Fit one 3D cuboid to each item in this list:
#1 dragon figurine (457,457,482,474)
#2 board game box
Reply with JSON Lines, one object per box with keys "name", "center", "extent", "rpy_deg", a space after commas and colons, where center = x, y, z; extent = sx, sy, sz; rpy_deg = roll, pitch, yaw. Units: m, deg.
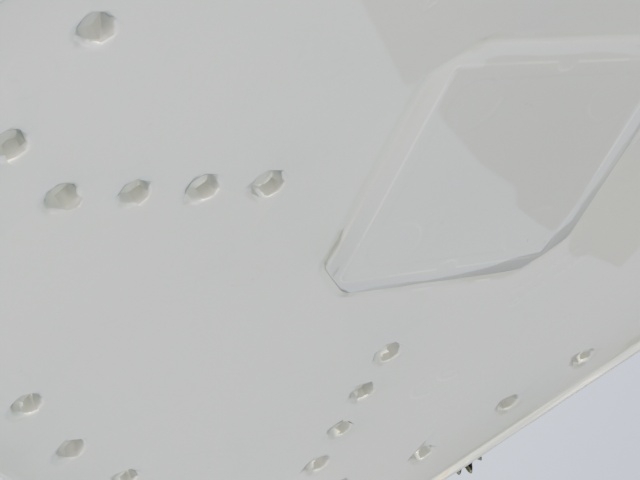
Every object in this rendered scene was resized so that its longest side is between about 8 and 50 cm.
{"name": "dragon figurine", "center": [0.040, 0.169, 1.267], "extent": [0.085, 0.144, 0.289], "rpy_deg": [-13, -129, 61]}
{"name": "board game box", "center": [0.050, -0.040, 0.552], "extent": [0.390, 0.390, 0.050], "rpy_deg": [-34, -122, 1]}
